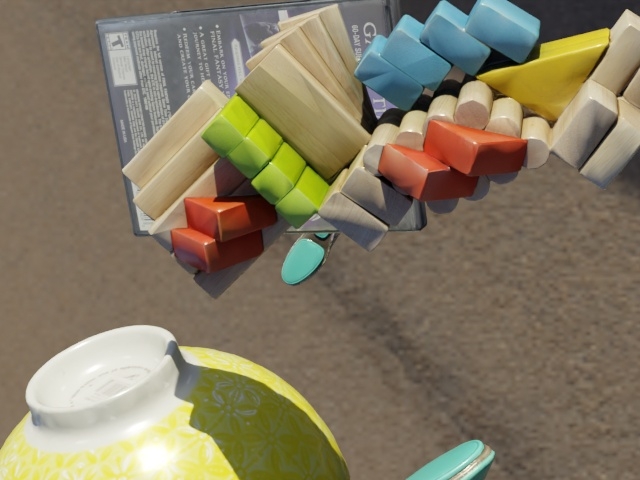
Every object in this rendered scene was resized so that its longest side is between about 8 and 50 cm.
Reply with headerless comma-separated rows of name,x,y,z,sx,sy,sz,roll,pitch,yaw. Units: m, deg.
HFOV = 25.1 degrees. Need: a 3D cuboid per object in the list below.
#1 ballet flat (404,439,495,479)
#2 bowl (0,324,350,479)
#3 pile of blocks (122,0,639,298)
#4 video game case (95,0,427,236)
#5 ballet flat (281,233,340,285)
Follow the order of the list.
ballet flat,0.057,0.265,1.252,0.087,0.247,0.083,60,-174,-3
bowl,-0.136,0.158,1.058,0.289,0.289,0.156,26,139,58
pile of blocks,0.038,-0.068,0.865,0.113,0.362,0.149,-67,-44,-67
video game case,-0.052,-0.100,1.208,0.274,0.026,0.196,-1,107,24
ballet flat,0.000,0.000,1.520,0.114,0.041,0.041,-58,37,13
